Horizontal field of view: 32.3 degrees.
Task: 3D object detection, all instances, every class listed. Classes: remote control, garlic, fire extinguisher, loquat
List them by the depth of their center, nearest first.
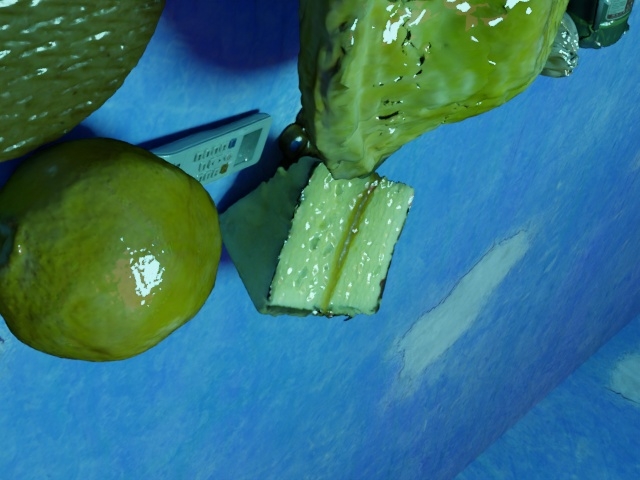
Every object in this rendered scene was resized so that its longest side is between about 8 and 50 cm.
[{"bbox_3d":[-0.177,0.009,0.924,0.187,0.176,0.234,-38,156,19],"label":"loquat"},{"bbox_3d":[-0.112,-0.082,1.057,0.162,0.029,0.061,-28,151,-46],"label":"remote control"},{"bbox_3d":[0.357,-0.364,1.327,0.118,0.093,0.294,-51,160,-30],"label":"fire extinguisher"},{"bbox_3d":[0.283,-0.254,1.388,0.113,0.094,0.074,69,33,-63],"label":"garlic"}]

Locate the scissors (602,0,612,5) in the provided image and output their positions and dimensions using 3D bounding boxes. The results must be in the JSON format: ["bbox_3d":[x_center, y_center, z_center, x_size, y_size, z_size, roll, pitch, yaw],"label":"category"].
[{"bbox_3d":[0.386,-0.437,1.203,0.384,0.029,0.256,-62,149,-10],"label":"scissors"}]

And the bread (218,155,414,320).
[{"bbox_3d":[0.000,0.000,1.237,0.266,0.141,0.178,11,85,-57],"label":"bread"}]

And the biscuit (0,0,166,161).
[{"bbox_3d":[-0.213,-0.162,0.766,0.262,0.037,0.262,-37,153,-22],"label":"biscuit"}]

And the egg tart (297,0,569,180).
[{"bbox_3d":[0.123,-0.247,0.893,0.443,0.178,0.443,21,90,-77],"label":"egg tart"}]

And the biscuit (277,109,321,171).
[{"bbox_3d":[0.008,-0.097,1.231,0.124,0.026,0.175,-51,155,4],"label":"biscuit"}]
